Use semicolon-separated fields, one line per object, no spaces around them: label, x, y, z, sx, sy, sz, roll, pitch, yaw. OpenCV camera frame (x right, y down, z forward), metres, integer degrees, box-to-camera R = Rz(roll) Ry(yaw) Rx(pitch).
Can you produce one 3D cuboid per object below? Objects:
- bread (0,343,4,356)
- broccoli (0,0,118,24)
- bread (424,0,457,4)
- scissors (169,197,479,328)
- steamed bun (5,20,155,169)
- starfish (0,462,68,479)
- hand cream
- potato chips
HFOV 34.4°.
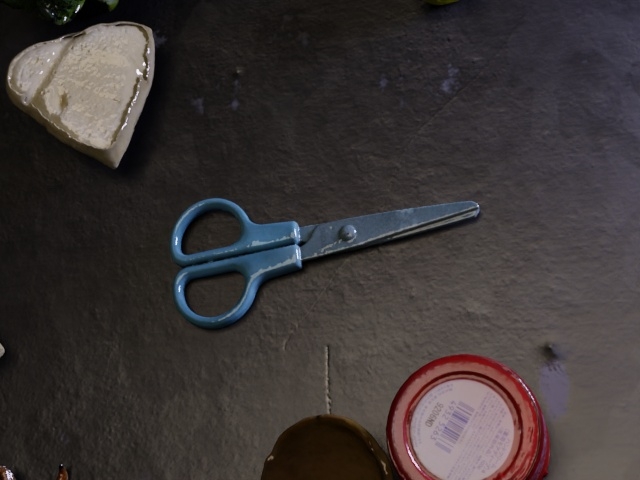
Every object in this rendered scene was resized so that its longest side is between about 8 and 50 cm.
bread;-0.525;0.146;1.510;0.084;0.080;0.109;-45;67;-6
broccoli;-0.397;-0.484;1.598;0.303;0.283;0.321;-38;63;5
bread;0.185;-0.412;1.495;0.129;0.111;0.114;-22;61;10
scissors;0.000;0.000;1.436;0.446;0.029;0.193;-12;68;13
steamed bun;-0.368;-0.234;1.591;0.212;0.110;0.231;16;71;3
starfish;-0.405;0.411;1.389;0.213;0.057;0.238;6;71;26
hand cream;0.178;0.238;1.243;0.193;0.125;0.193;-5;69;12
potato chips;0.014;0.314;1.279;0.195;0.061;0.208;46;113;33
